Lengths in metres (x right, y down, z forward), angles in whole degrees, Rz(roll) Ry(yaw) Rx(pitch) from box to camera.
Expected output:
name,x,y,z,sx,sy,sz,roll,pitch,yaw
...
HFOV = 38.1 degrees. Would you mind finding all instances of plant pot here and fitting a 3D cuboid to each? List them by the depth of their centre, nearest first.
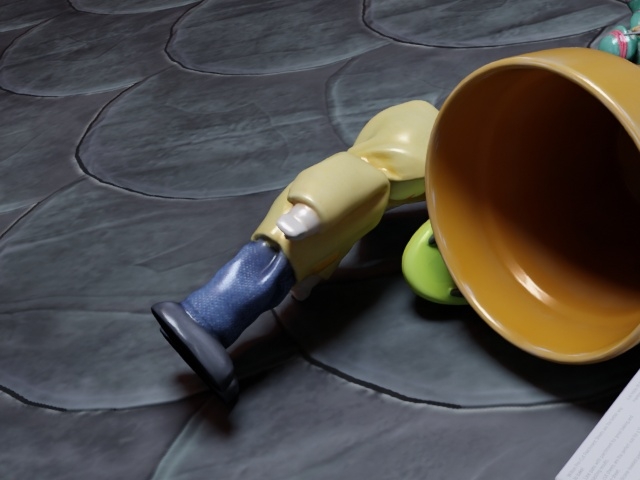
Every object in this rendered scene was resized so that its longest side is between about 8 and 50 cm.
name,x,y,z,sx,sy,sz,roll,pitch,yaw
plant pot,0.210,-0.041,0.649,0.188,0.205,0.205,-19,31,-32

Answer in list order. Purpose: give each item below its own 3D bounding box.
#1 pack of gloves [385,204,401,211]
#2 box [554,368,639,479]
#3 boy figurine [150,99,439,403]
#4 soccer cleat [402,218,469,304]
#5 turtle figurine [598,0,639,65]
name,x,y,z,sx,sy,sz,roll,pitch,yaw
pack of gloves,0.130,-0.105,0.866,0.232,0.046,0.195,-23,16,14
box,0.262,0.080,0.598,0.067,0.063,0.324,17,44,39
boy figurine,0.000,0.000,0.734,0.285,0.177,0.092,-40,75,-18
soccer cleat,0.183,-0.029,0.797,0.289,0.093,0.121,-32,6,-19
turtle figurine,0.371,-0.223,0.970,0.234,0.118,0.175,-9,45,-21
